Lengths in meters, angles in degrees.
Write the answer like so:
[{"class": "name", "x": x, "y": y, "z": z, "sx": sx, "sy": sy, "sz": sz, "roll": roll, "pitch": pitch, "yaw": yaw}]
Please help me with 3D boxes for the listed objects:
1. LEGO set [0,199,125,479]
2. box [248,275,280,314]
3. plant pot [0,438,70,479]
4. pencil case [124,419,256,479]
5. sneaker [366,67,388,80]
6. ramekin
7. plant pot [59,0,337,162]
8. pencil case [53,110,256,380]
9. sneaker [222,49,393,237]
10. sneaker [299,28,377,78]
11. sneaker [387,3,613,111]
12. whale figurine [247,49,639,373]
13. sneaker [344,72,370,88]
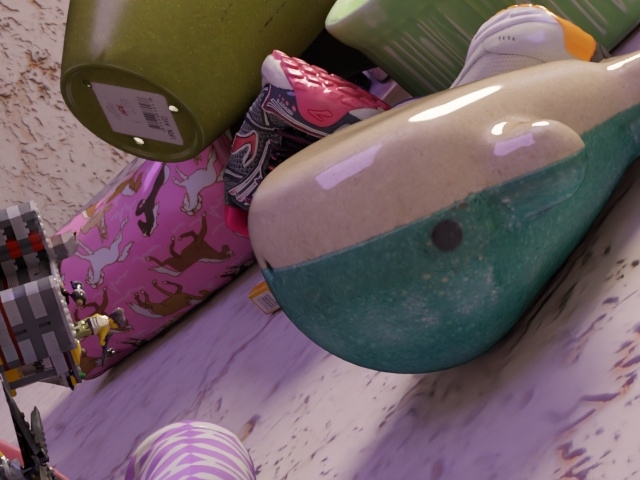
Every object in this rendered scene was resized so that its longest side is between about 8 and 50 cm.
[{"class": "LEGO set", "x": -0.185, "y": 0.134, "z": 0.869, "sx": 0.192, "sy": 0.255, "sz": 0.331, "roll": -18, "pitch": 28, "yaw": -8}, {"class": "box", "x": 0.000, "y": 0.000, "z": 1.281, "sx": 0.081, "sy": 0.028, "sz": 0.136, "roll": -30, "pitch": 16, "yaw": 51}, {"class": "plant pot", "x": -0.291, "y": 0.243, "z": 1.095, "sx": 0.201, "sy": 0.201, "sz": 0.180, "roll": -28, "pitch": 37, "yaw": 56}, {"class": "pencil case", "x": -0.073, "y": 0.162, "z": 0.819, "sx": 0.088, "sy": 0.086, "sz": 0.206, "roll": -11, "pitch": 10, "yaw": -4}, {"class": "sneaker", "x": 0.086, "y": -0.274, "z": 1.759, "sx": 0.151, "sy": 0.094, "sz": 0.256, "roll": -41, "pitch": 13, "yaw": 6}, {"class": "ramekin", "x": 0.161, "y": -0.223, "z": 1.185, "sx": 0.303, "sy": 0.148, "sz": 0.303, "roll": -43, "pitch": 12, "yaw": 11}, {"class": "plant pot", "x": -0.112, "y": -0.226, "z": 1.357, "sx": 0.275, "sy": 0.275, "sz": 0.293, "roll": -28, "pitch": 33, "yaw": 55}, {"class": "pencil case", "x": -0.170, "y": -0.004, "z": 1.559, "sx": 0.386, "sy": 0.160, "sz": 0.167, "roll": -38, "pitch": 15, "yaw": 35}, {"class": "sneaker", "x": -0.015, "y": -0.067, "z": 1.234, "sx": 0.112, "sy": 0.121, "sz": 0.299, "roll": -64, "pitch": 2, "yaw": -13}, {"class": "sneaker", "x": 0.045, "y": -0.241, "z": 1.607, "sx": 0.270, "sy": 0.090, "sz": 0.145, "roll": -3, "pitch": 30, "yaw": 26}, {"class": "sneaker", "x": 0.100, "y": -0.056, "z": 1.003, "sx": 0.121, "sy": 0.099, "sz": 0.262, "roll": -61, "pitch": 10, "yaw": -29}, {"class": "whale figurine", "x": 0.098, "y": -0.019, "z": 0.833, "sx": 0.272, "sy": 0.141, "sz": 0.216, "roll": -23, "pitch": 6, "yaw": -17}, {"class": "sneaker", "x": -0.024, "y": -0.163, "z": 1.736, "sx": 0.125, "sy": 0.104, "sz": 0.262, "roll": -43, "pitch": 11, "yaw": 19}]
